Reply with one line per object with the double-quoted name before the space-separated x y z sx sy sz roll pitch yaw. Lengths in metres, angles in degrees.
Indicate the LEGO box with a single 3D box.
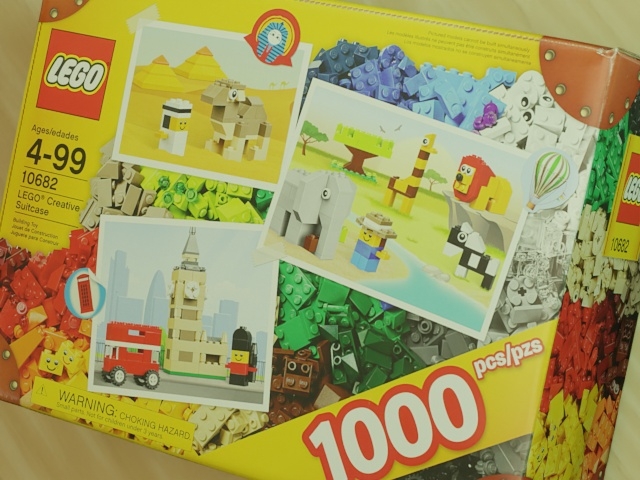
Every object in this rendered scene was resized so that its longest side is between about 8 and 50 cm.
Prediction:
"LEGO box" 0.000 0.000 1.537 0.500 0.193 0.373 13 93 29
